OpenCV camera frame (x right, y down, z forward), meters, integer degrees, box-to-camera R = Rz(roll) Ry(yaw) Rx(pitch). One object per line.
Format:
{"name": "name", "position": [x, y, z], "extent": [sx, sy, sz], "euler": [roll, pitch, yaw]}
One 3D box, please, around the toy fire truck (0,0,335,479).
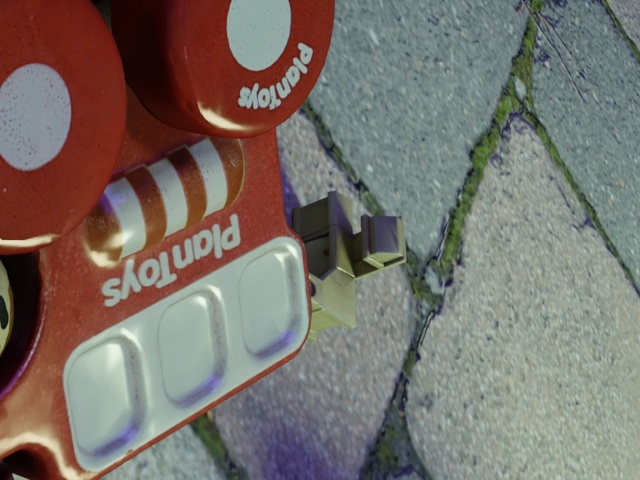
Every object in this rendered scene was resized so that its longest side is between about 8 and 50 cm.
{"name": "toy fire truck", "position": [-0.118, -0.006, 0.708], "extent": [0.302, 0.169, 0.253], "euler": [-31, 122, -44]}

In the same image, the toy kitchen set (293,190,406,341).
{"name": "toy kitchen set", "position": [0.000, 0.000, 0.986], "extent": [0.075, 0.068, 0.083], "euler": [32, 47, -45]}
